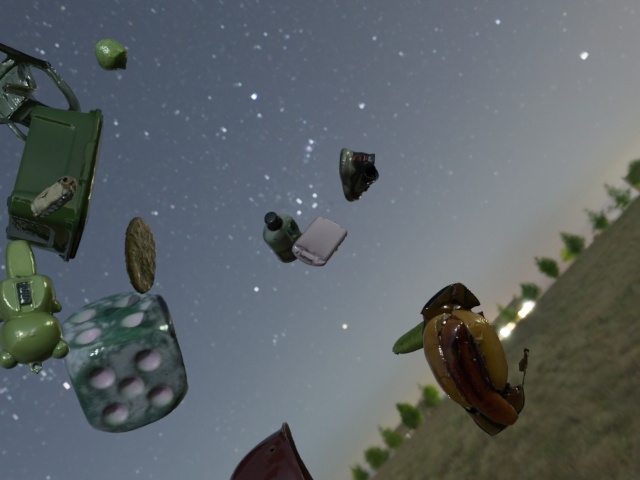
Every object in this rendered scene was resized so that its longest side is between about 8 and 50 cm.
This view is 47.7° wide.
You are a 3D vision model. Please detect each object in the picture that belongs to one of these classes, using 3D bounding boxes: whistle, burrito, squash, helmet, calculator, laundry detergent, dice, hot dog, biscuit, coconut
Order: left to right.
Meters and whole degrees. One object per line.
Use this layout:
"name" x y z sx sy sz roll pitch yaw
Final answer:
"whistle" -0.589 0.131 1.451 0.131 0.288 0.106 -9 -24 -21
"burrito" -0.504 -0.081 1.373 0.041 0.045 0.185 -20 1 -43
"coconut" -0.560 -0.495 1.945 0.088 0.096 0.088 -44 4 4
"dice" -0.616 0.377 2.302 0.348 0.328 0.330 -21 -62 -16
"biscuit" -0.503 0.042 2.034 0.033 0.219 0.220 -5 -15 7
"helmet" -0.107 0.656 1.774 0.230 0.337 0.385 -25 -33 -8
"laundry detergent" -0.103 -0.017 1.946 0.099 0.070 0.225 -33 -27 -2
"calculator" 0.000 0.000 1.884 0.175 0.100 0.032 -51 -18 -42
"squash" 0.270 0.276 2.040 0.066 0.066 0.201 -31 -6 -45
"hot dog" 0.325 0.261 1.512 0.194 0.326 0.107 -40 0 18

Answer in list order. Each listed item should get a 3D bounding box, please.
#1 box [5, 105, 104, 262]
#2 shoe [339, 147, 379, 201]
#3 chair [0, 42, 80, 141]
"box" -0.622 -0.140 1.693 0.178 0.328 0.253 11 -28 -22
"shoe" 0.120 -0.191 2.158 0.227 0.112 0.099 65 -154 -58
"chair" -0.763 -0.351 1.807 0.203 0.190 0.275 -40 -10 15
